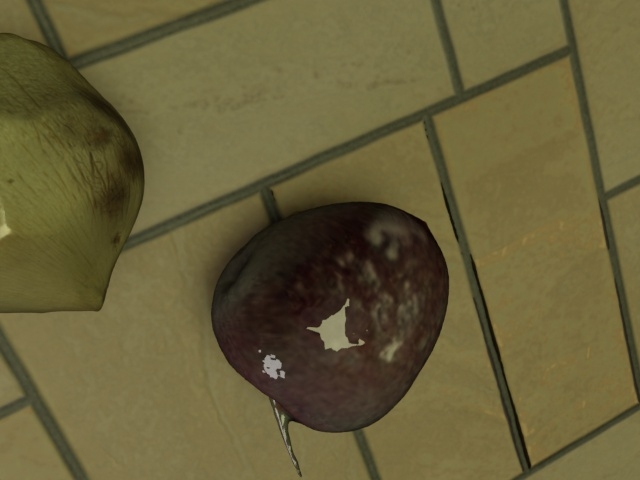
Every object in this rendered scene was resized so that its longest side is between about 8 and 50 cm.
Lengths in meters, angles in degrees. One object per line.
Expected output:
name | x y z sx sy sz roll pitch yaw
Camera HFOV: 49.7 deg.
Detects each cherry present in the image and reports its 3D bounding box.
cherry | 0.009 0.075 0.656 0.266 0.183 0.213 -49 124 -5

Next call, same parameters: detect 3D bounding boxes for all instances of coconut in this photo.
coconut | -0.232 -0.039 0.530 0.224 0.224 0.224 -5 105 -19

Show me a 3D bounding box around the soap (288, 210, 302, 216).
soap | 0.000 0.000 0.726 0.089 0.012 0.034 31 94 -24
